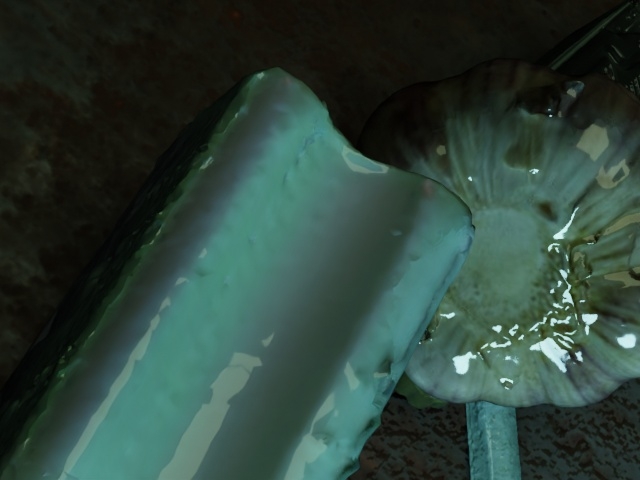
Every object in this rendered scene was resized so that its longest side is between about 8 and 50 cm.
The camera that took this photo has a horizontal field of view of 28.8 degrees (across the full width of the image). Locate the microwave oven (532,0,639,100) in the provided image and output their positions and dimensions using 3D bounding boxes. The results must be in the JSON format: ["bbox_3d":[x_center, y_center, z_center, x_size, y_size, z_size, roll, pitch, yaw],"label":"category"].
[{"bbox_3d":[0.226,-0.050,0.931,0.162,0.122,0.208,-39,94,-28],"label":"microwave oven"}]

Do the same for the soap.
[{"bbox_3d":[-0.118,0.151,0.644,0.156,0.261,0.446,35,66,-13],"label":"soap"}]

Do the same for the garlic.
[{"bbox_3d":[0.131,-0.005,0.812,0.245,0.245,0.160,55,26,-3],"label":"garlic"}]

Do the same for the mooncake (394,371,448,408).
[{"bbox_3d":[0.055,0.230,0.818,0.150,0.057,0.347,28,69,-2],"label":"mooncake"}]

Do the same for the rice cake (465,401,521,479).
[{"bbox_3d":[0.122,0.128,0.890,0.033,0.029,0.171,6,76,-30],"label":"rice cake"}]
